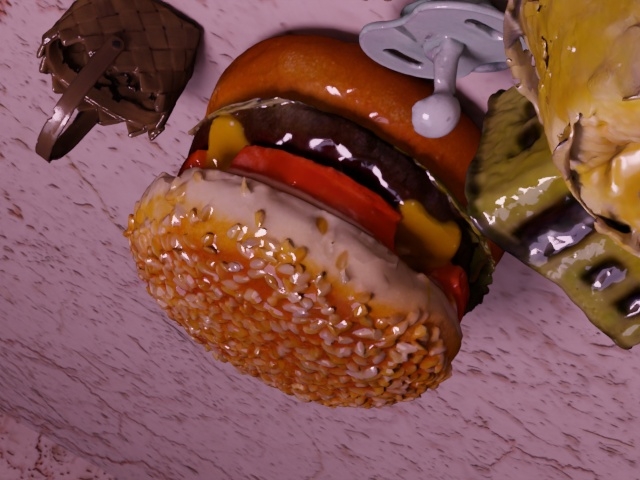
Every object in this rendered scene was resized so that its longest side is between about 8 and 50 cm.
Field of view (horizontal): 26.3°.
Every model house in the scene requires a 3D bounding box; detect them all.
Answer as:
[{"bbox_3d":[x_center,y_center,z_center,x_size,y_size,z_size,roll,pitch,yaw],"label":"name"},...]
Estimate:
[{"bbox_3d":[0.257,-0.067,1.005,0.193,0.174,0.234,40,127,-19],"label":"model house"}]

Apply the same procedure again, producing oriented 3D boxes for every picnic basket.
[{"bbox_3d":[-0.206,-0.145,1.288,0.138,0.178,0.128,32,150,1],"label":"picnic basket"}]

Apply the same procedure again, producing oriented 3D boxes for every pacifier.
[{"bbox_3d":[0.100,-0.134,1.084,0.127,0.116,0.150,20,160,-40],"label":"pacifier"}]

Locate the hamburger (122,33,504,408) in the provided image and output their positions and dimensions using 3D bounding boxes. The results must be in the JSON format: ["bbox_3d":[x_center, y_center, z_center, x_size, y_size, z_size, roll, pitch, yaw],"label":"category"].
[{"bbox_3d":[0.000,0.000,1.246,0.330,0.250,0.330,24,151,14],"label":"hamburger"}]

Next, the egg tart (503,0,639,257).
[{"bbox_3d":[0.226,-0.058,0.727,0.315,0.120,0.315,24,158,10],"label":"egg tart"}]
